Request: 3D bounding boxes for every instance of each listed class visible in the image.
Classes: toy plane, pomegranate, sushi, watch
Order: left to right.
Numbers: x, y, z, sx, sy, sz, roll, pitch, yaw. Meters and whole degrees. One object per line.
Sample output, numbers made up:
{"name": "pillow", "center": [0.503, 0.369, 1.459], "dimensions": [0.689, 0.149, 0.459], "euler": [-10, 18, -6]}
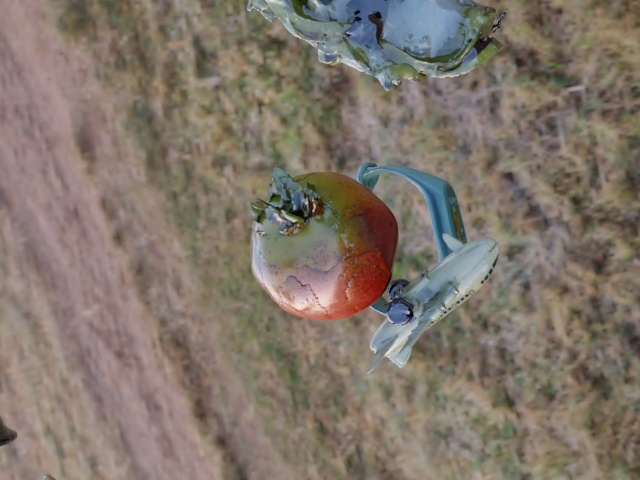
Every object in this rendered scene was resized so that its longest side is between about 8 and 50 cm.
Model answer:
{"name": "pomegranate", "center": [0.000, 0.000, 1.735], "dimensions": [0.210, 0.210, 0.235], "euler": [43, 172, 47]}
{"name": "sushi", "center": [0.057, -0.250, 1.398], "dimensions": [0.291, 0.139, 0.131], "euler": [24, 120, 11]}
{"name": "watch", "center": [0.121, -0.007, 1.897], "dimensions": [0.195, 0.068, 0.237], "euler": [-12, 90, 27]}
{"name": "toy plane", "center": [0.148, 0.079, 1.752], "dimensions": [0.244, 0.092, 0.229], "euler": [-51, 7, 18]}

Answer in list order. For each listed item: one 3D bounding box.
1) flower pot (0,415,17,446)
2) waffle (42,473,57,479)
{"name": "flower pot", "center": [-0.450, 0.157, 1.365], "dimensions": [0.235, 0.235, 0.148], "euler": [-8, 86, 62]}
{"name": "waffle", "center": [-0.354, 0.513, 1.954], "dimensions": [0.213, 0.091, 0.308], "euler": [33, 149, 22]}
